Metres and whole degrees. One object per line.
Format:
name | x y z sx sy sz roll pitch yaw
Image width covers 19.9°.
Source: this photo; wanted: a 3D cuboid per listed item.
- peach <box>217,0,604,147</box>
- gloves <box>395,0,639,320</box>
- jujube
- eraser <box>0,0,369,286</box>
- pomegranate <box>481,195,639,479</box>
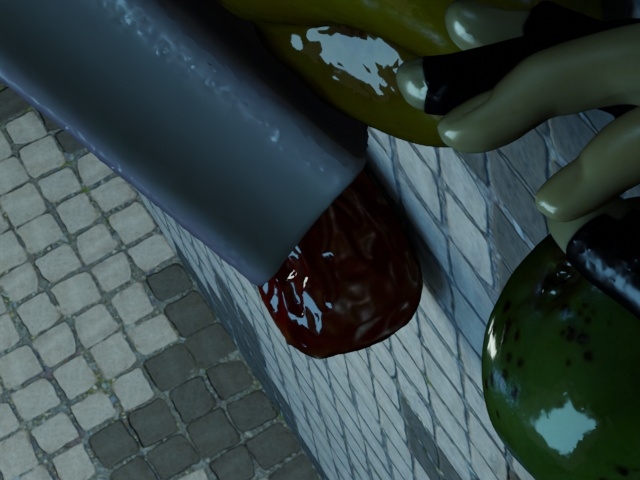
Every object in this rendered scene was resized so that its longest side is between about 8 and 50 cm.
peach | 0.044 -0.152 1.018 0.251 0.153 0.251 38 173 6
gloves | 0.168 -0.018 0.818 0.301 0.152 0.197 31 154 16
jujube | 0.000 0.000 1.723 0.230 0.155 0.155 60 170 14
eraser | -0.138 -0.154 1.168 0.359 0.122 0.272 38 -165 -11
pomegranate | 0.194 0.083 0.992 0.224 0.181 0.181 40 -176 -35
